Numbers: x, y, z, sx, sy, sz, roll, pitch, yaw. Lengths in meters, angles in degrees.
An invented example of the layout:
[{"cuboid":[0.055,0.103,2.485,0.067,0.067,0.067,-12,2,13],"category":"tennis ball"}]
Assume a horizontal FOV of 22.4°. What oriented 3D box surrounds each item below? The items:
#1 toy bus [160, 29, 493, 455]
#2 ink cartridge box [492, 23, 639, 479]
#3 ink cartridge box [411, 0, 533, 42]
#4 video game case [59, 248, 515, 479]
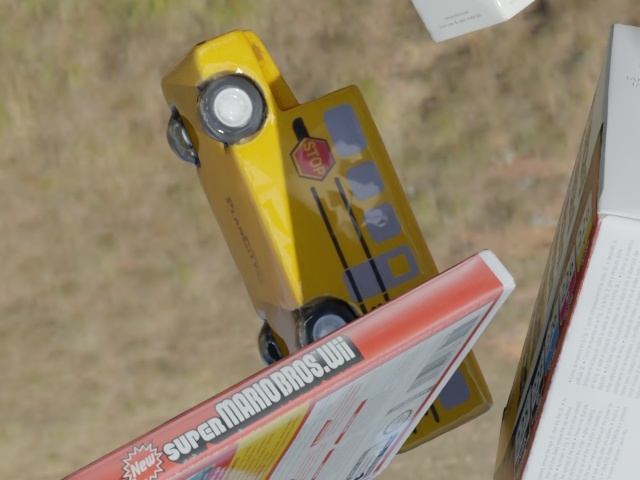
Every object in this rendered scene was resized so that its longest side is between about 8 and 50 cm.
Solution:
[{"cuboid":[0.000,0.000,1.219,0.130,0.333,0.108,-24,-179,-21],"category":"toy bus"},{"cuboid":[0.194,0.047,0.961,0.130,0.272,0.309,13,125,4],"category":"ink cartridge box"},{"cuboid":[0.082,-0.262,1.030,0.134,0.231,0.078,-39,-164,-31],"category":"ink cartridge box"},{"cuboid":[-0.055,0.118,0.713,0.285,0.025,0.204,-27,160,-31],"category":"video game case"}]
